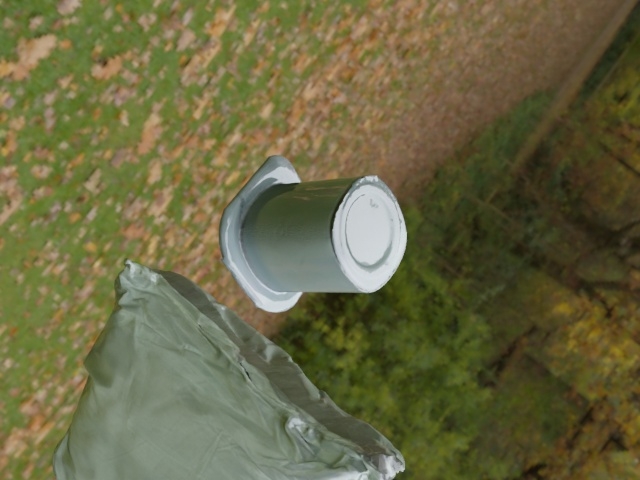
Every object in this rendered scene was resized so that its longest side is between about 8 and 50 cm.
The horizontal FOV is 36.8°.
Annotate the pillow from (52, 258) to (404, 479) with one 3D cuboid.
[{"bbox_3d":[-0.104,0.196,0.819,0.138,0.310,0.283,-19,138,-52],"label":"pillow"}]

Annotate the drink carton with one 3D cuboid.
[{"bbox_3d":[0.000,0.000,1.290,0.191,0.190,0.185,-51,127,-34],"label":"drink carton"}]
